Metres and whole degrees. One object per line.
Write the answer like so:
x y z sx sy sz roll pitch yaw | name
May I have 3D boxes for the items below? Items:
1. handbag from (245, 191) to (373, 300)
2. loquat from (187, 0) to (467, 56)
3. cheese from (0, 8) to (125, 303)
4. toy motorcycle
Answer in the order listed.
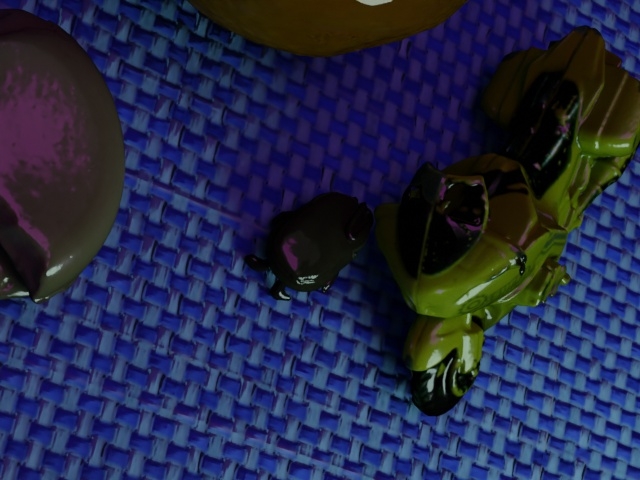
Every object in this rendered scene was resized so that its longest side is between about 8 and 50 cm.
0.000 0.000 1.319 0.111 0.047 0.072 -40 99 -33 | handbag
0.011 -0.291 1.222 0.328 0.328 0.328 7 77 -34 | loquat
-0.215 -0.057 1.155 0.175 0.091 0.202 -25 95 -34 | cheese
0.149 -0.032 1.373 0.342 0.142 0.206 -54 156 -28 | toy motorcycle
